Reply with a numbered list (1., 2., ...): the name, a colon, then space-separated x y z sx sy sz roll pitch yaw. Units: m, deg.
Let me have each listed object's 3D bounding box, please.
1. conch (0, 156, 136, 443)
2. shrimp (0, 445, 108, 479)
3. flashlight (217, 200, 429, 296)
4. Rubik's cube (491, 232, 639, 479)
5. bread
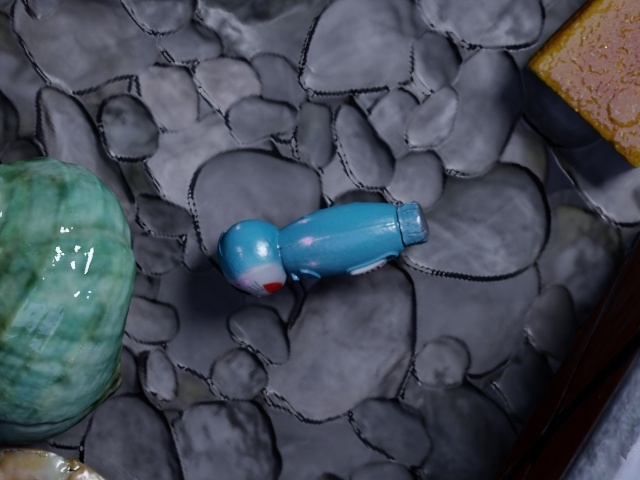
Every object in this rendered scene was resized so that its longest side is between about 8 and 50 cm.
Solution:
1. conch: -0.187 0.035 0.838 0.176 0.122 0.188 -13 95 40
2. shrimp: -0.241 0.205 0.902 0.267 0.061 0.145 -14 119 22
3. flashlight: 0.000 0.000 0.823 0.129 0.051 0.051 -15 98 12
4. Rubik's cube: 0.223 0.165 0.694 0.260 0.259 0.254 29 107 7
5. bread: 0.180 -0.102 0.764 0.090 0.035 0.094 46 107 2
